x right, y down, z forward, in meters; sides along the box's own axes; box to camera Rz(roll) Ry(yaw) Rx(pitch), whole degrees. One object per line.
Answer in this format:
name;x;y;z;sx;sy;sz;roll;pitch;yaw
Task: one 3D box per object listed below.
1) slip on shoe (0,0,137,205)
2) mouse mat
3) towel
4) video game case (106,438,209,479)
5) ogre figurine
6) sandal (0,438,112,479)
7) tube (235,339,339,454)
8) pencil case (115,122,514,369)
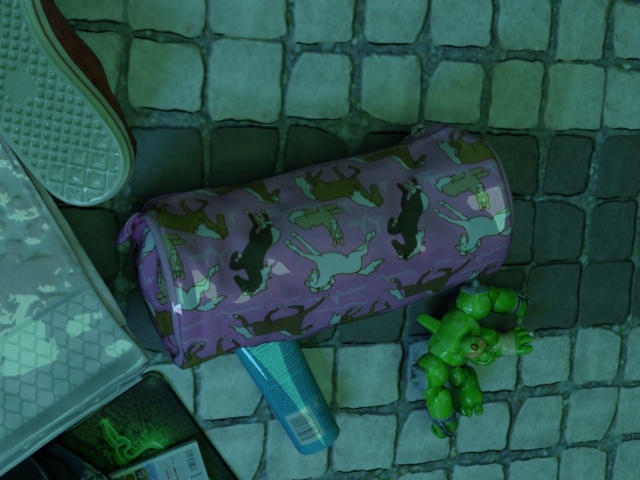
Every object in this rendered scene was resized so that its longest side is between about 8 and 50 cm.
slip on shoe;-0.273;-0.180;0.813;0.123;0.101;0.331;-32;100;9
mouse mat;-0.189;0.250;0.989;0.153;0.007;0.189;-36;114;-12
towel;-0.359;0.072;0.789;0.332;0.053;0.317;-35;95;-22
video game case;-0.179;0.274;0.988;0.122;0.011;0.087;-20;109;-18
ogre figurine;0.169;0.129;1.071;0.197;0.097;0.118;-44;133;8
sandal;-0.325;0.221;0.859;0.167;0.107;0.445;-40;110;-11
tube;-0.046;0.137;1.004;0.080;0.052;0.207;-33;107;-23
pencil case;0.000;0.000;0.931;0.386;0.167;0.160;-17;137;-19
